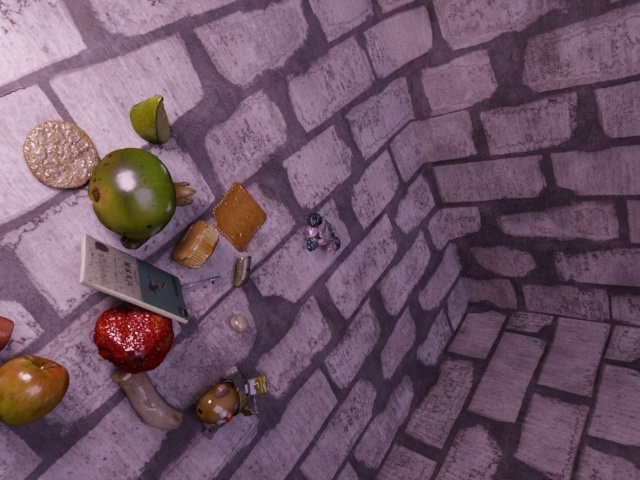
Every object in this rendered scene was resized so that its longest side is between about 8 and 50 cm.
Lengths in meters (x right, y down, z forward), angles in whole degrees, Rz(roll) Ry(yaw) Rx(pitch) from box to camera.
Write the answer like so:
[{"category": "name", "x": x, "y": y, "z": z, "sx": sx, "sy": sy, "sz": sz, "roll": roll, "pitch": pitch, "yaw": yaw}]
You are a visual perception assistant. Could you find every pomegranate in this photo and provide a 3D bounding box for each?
[{"category": "pomegranate", "x": -0.585, "y": -0.169, "z": 1.426, "sx": 0.358, "sy": 0.216, "sz": 0.310, "roll": -9, "pitch": 83, "yaw": -48}]

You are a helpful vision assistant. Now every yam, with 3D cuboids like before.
[{"category": "yam", "x": -0.341, "y": 0.135, "z": 1.817, "sx": 0.069, "sy": 0.069, "sz": 0.147, "roll": 13, "pitch": 81, "yaw": -45}]

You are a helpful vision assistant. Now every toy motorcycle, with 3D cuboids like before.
[{"category": "toy motorcycle", "x": -0.004, "y": 0.001, "z": 2.137, "sx": 0.239, "sy": 0.108, "sz": 0.204, "roll": 41, "pitch": 56, "yaw": -11}]

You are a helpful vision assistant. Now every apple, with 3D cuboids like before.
[{"category": "apple", "x": -0.858, "y": 0.438, "z": 1.216, "sx": 0.195, "sy": 0.195, "sz": 0.196, "roll": -2, "pitch": 93, "yaw": -46}]

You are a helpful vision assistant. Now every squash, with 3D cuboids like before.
[{"category": "squash", "x": -0.555, "y": -0.404, "z": 1.447, "sx": 0.169, "sy": 0.252, "sz": 0.093, "roll": 33, "pitch": 70, "yaw": -41}]

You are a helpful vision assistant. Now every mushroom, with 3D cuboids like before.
[{"category": "mushroom", "x": -0.356, "y": 0.365, "z": 1.810, "sx": 0.083, "sy": 0.067, "sz": 0.084, "roll": 45, "pitch": 17, "yaw": -18}, {"category": "mushroom", "x": -0.627, "y": 0.583, "z": 1.526, "sx": 0.352, "sy": 0.094, "sz": 0.123, "roll": 64, "pitch": 33, "yaw": -28}]

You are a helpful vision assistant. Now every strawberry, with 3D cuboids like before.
[{"category": "strawberry", "x": -0.614, "y": 0.335, "z": 1.390, "sx": 0.249, "sy": 0.288, "sz": 0.239, "roll": -13, "pitch": 110, "yaw": -26}]

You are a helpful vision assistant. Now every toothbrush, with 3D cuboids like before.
[{"category": "toothbrush", "x": -0.540, "y": 0.188, "z": 1.648, "sx": 0.342, "sy": 0.025, "sz": 0.030, "roll": -12, "pitch": 102, "yaw": -46}]

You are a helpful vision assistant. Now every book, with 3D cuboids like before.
[{"category": "book", "x": -0.627, "y": 0.136, "z": 1.414, "sx": 0.031, "sy": 0.264, "sz": 0.379, "roll": -47, "pitch": 132, "yaw": 9}]

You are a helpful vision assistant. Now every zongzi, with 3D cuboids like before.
[{"category": "zongzi", "x": -0.637, "y": -0.002, "z": 1.476, "sx": 0.104, "sy": 0.113, "sz": 0.052, "roll": -35, "pitch": 121, "yaw": -39}]

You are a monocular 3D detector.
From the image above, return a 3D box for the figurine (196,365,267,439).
[{"category": "figurine", "x": -0.382, "y": 0.667, "z": 1.723, "sx": 0.284, "sy": 0.167, "sz": 0.343, "roll": 7, "pitch": 90, "yaw": -49}]

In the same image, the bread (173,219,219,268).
[{"category": "bread", "x": -0.479, "y": 0.020, "z": 1.628, "sx": 0.114, "sy": 0.132, "sz": 0.191, "roll": 41, "pitch": 66, "yaw": -41}]

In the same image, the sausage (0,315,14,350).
[{"category": "sausage", "x": -0.991, "y": 0.225, "z": 1.125, "sx": 0.259, "sy": 0.113, "sz": 0.114, "roll": 37, "pitch": 66, "yaw": -41}]

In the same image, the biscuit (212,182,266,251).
[{"category": "biscuit", "x": -0.358, "y": -0.104, "z": 1.831, "sx": 0.237, "sy": 0.013, "sz": 0.232, "roll": 51, "pitch": 58, "yaw": -33}]

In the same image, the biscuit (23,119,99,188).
[{"category": "biscuit", "x": -0.826, "y": -0.273, "z": 1.332, "sx": 0.219, "sy": 0.033, "sz": 0.220, "roll": -5, "pitch": 97, "yaw": -46}]
